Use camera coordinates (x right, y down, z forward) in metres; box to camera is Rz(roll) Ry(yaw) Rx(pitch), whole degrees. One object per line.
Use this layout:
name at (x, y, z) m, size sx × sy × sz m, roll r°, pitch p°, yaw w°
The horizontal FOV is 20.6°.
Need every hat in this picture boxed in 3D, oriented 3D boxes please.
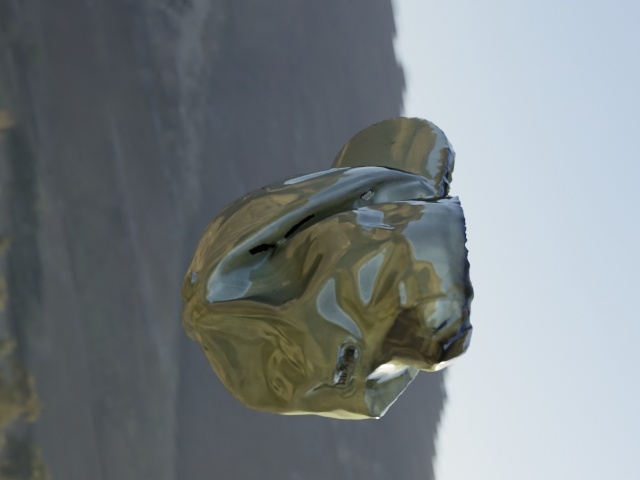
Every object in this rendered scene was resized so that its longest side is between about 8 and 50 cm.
hat at (0.005, 0.000, 0.625) m, size 0.122 × 0.081 × 0.166 m, roll -50°, pitch -168°, yaw 31°
